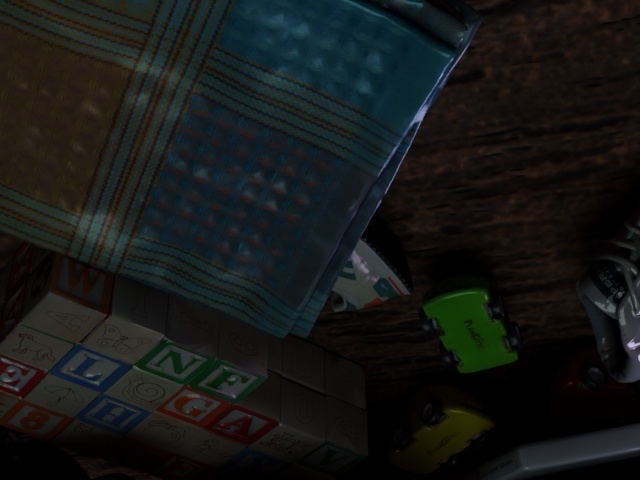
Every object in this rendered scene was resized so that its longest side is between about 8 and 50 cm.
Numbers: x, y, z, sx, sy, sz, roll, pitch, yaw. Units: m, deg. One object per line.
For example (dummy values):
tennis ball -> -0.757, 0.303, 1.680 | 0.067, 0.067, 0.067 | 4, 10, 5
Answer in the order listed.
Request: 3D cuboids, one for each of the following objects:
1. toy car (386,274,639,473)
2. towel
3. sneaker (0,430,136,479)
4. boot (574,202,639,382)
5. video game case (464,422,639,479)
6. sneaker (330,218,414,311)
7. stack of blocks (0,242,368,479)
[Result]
toy car -> 0.137, 0.090, 0.902 | 0.239, 0.053, 0.225 | -17, 135, 16
towel -> -0.131, -0.086, 0.669 | 0.370, 0.040, 0.271 | 20, 130, -10
sneaker -> -0.282, 0.268, 0.961 | 0.482, 0.202, 0.185 | -7, 127, 45
boot -> 0.232, 0.009, 0.763 | 0.123, 0.095, 0.258 | -25, 137, -3
video game case -> 0.227, 0.171, 0.938 | 0.190, 0.022, 0.173 | -9, 163, -10
sneaker -> 0.000, 0.000, 0.796 | 0.075, 0.057, 0.161 | -26, 135, 18
stack of blocks -> -0.106, 0.101, 0.883 | 0.297, 0.087, 0.171 | 27, 133, -27
